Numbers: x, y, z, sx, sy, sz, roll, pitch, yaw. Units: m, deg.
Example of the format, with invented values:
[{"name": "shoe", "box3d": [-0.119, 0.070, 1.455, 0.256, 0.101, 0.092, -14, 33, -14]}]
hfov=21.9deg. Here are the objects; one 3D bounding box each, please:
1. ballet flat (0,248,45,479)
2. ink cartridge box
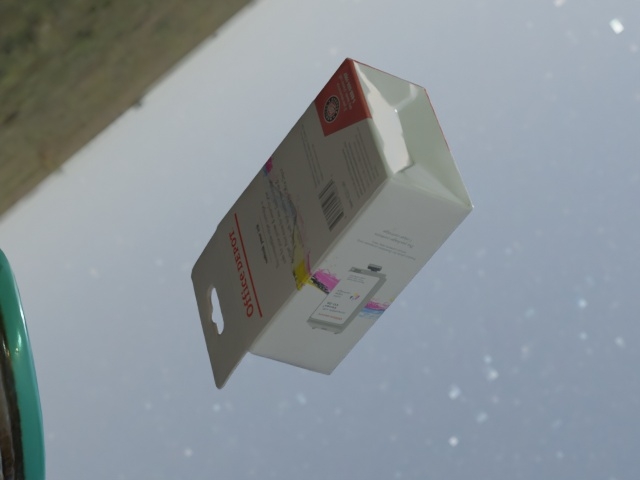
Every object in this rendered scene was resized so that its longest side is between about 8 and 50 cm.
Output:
[{"name": "ballet flat", "box3d": [-0.148, 0.069, 0.516, 0.106, 0.107, 0.316, -11, 170, -15]}, {"name": "ink cartridge box", "box3d": [0.000, 0.000, 1.031, 0.198, 0.067, 0.115, -50, -143, 31]}]
